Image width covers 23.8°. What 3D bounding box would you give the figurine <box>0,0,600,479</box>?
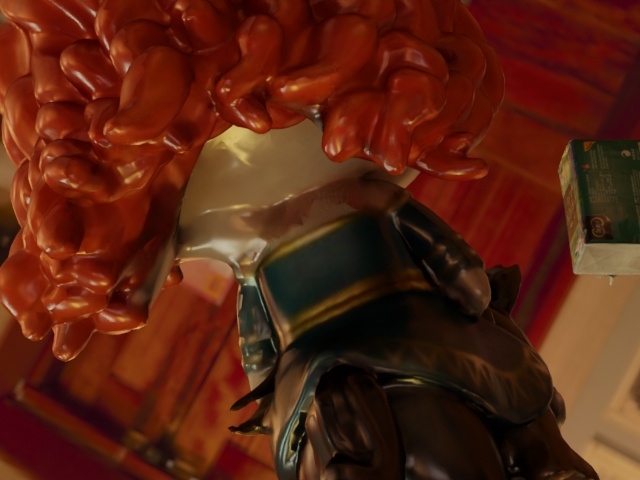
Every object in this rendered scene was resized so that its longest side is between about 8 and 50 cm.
[{"bbox_3d":[0.008,0.007,0.696,0.412,0.241,0.306,57,-150,-7],"label":"figurine"}]

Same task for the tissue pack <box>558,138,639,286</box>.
[{"bbox_3d":[0.254,-0.023,1.311,0.085,0.111,0.079,1,146,-5],"label":"tissue pack"}]
